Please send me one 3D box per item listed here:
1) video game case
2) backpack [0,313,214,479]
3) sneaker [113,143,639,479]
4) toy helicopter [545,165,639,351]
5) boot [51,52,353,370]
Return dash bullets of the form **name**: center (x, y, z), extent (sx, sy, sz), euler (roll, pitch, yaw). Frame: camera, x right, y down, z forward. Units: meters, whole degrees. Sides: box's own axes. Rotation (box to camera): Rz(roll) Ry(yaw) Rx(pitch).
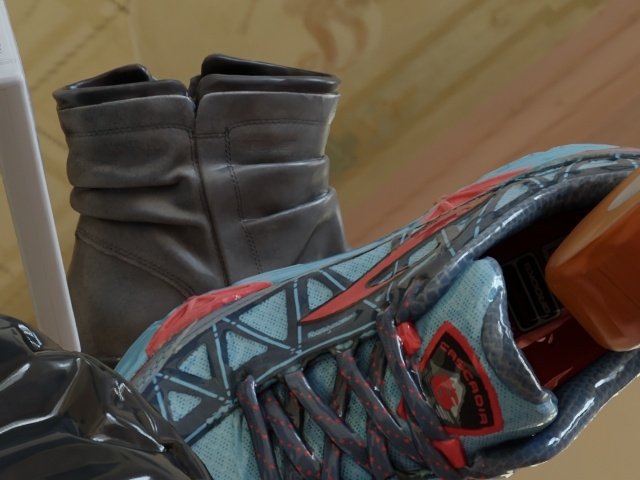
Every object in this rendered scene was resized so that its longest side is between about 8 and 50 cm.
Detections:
- **video game case**: center (-0.160, -0.061, 0.835), extent (0.022, 0.173, 0.190), euler (-14, -44, -10)
- **backpack**: center (-0.063, 0.119, 0.398), extent (0.115, 0.152, 0.182), euler (-22, -41, -21)
- **sneaker**: center (0.026, 0.039, 0.536), extent (0.262, 0.104, 0.125), euler (-33, 3, -9)
- **toy helicopter**: center (0.230, -0.051, 0.378), extent (0.355, 0.140, 0.235), euler (-41, -1, -7)
- **boot**: center (0.000, 0.000, 1.020), extent (0.338, 0.118, 0.223), euler (2, -82, -16)
